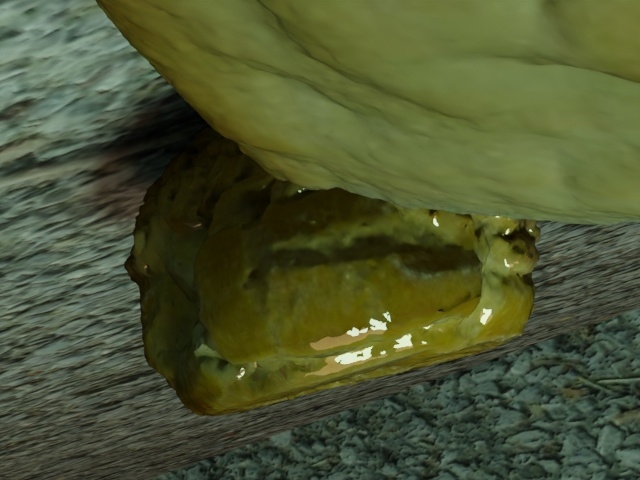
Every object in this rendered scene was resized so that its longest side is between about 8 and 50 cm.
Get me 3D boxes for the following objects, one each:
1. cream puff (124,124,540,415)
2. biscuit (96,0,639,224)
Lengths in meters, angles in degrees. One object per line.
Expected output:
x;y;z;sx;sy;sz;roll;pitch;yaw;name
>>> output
0.000;0.000;0.964;0.327;0.231;0.343;-14;171;13;cream puff
0.095;-0.097;0.467;0.430;0.104;0.446;9;164;21;biscuit
